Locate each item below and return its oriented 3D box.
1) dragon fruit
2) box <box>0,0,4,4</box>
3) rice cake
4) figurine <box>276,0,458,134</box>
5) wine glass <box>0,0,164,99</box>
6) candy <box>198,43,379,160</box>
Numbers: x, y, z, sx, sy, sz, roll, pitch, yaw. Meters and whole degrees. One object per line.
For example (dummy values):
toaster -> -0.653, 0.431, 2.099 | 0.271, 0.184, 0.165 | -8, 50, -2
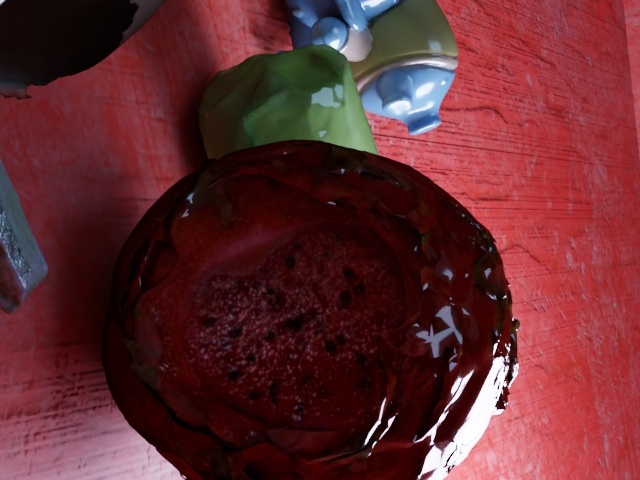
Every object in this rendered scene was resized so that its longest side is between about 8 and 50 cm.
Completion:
dragon fruit -> -0.001, 0.068, 1.180 | 0.302, 0.296, 0.295 | 38, 50, -54
box -> -0.239, -0.145, 0.634 | 0.328, 0.253, 0.178 | -50, 135, -28
rice cake -> -0.221, -0.050, 1.023 | 0.043, 0.034, 0.211 | -59, 137, -51
figurine -> 0.035, -0.223, 1.512 | 0.180, 0.154, 0.262 | -16, 85, -42
wine glass -> -0.161, -0.258, 0.967 | 0.238, 0.238, 0.323 | 61, 32, -42
candy -> 0.000, 0.000, 1.402 | 0.142, 0.132, 0.343 | -76, 151, -60
